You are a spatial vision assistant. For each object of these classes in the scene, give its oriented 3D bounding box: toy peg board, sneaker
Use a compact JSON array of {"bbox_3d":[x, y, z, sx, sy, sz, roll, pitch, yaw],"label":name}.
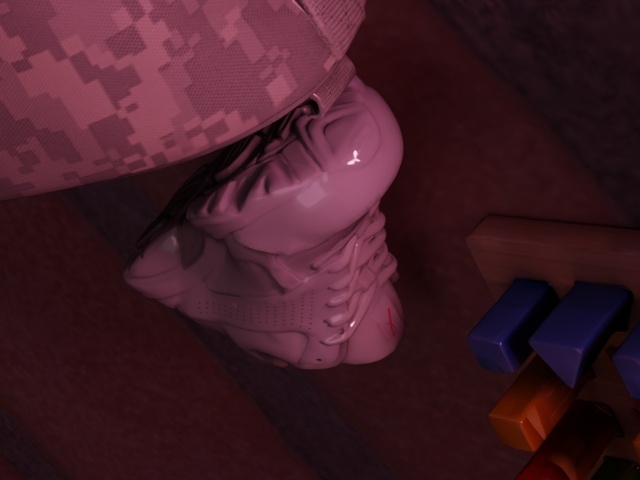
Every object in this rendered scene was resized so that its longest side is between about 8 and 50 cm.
[{"bbox_3d":[0.131,0.081,0.726,0.161,0.079,0.160,7,135,47],"label":"toy peg board"},{"bbox_3d":[0.000,0.000,0.790,0.115,0.090,0.232,39,161,-7],"label":"sneaker"}]

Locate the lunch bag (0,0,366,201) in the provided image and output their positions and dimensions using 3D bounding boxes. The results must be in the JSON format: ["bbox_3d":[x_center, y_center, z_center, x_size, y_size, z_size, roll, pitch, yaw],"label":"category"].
[{"bbox_3d":[-0.139,-0.158,0.609,0.256,0.212,0.305,2,137,28],"label":"lunch bag"}]
